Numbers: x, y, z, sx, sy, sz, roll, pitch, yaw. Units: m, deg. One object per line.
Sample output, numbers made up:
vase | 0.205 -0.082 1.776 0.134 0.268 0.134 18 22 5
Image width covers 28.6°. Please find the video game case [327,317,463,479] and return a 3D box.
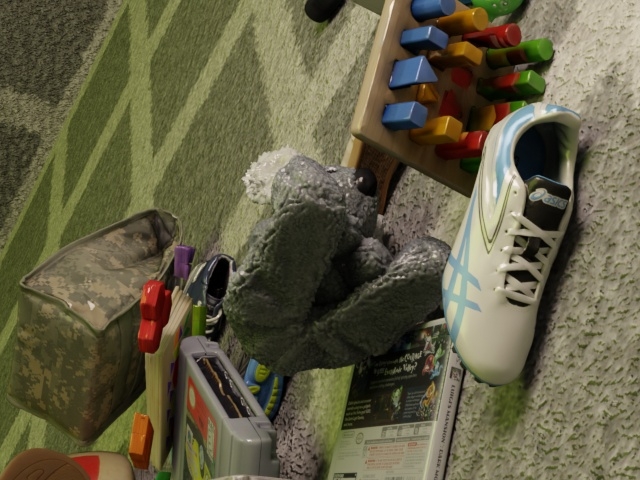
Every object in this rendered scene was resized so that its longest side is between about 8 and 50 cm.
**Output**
video game case | 0.068 0.164 1.156 0.190 0.022 0.173 -23 51 62

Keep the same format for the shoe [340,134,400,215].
shoe | 0.061 -0.110 1.333 0.219 0.076 0.058 -66 27 16

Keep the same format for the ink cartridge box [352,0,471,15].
ink cartridge box | 0.118 -0.327 1.384 0.190 0.082 0.140 4 75 66

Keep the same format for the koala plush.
koala plush | 0.000 0.000 1.216 0.203 0.196 0.221 -50 21 25

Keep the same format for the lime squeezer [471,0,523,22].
lime squeezer | 0.186 -0.279 1.243 0.110 0.058 0.310 17 -88 -82

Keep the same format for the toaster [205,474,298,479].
toaster | -0.063 0.278 1.113 0.168 0.185 0.110 -26 58 48

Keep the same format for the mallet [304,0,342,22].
mallet | 0.021 -0.387 1.730 0.062 0.039 0.190 -36 35 54

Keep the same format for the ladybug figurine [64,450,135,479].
ladybug figurine | -0.353 0.446 1.649 0.449 0.161 0.305 -100 32 -64

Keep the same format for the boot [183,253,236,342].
boot | -0.165 0.109 1.682 0.086 0.069 0.190 145 141 -64

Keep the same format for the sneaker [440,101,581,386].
sneaker | 0.156 -0.001 1.005 0.086 0.085 0.237 154 131 -67

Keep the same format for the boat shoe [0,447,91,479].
boat shoe | -0.284 0.347 1.149 0.110 0.121 0.341 -49 26 37

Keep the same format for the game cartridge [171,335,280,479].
game cartridge | -0.111 0.246 1.387 0.294 0.060 0.196 -138 47 -65

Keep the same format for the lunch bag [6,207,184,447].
lunch bag | -0.292 0.109 1.783 0.287 0.169 0.235 -45 -22 -50

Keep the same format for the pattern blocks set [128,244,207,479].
pattern blocks set | -0.182 0.163 1.504 0.285 0.026 0.325 -63 -20 -70

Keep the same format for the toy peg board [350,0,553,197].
toy peg board | 0.127 -0.141 1.115 0.079 0.160 0.161 -1 70 50

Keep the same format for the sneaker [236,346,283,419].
sneaker | -0.059 0.115 1.433 0.078 0.067 0.188 43 114 60
